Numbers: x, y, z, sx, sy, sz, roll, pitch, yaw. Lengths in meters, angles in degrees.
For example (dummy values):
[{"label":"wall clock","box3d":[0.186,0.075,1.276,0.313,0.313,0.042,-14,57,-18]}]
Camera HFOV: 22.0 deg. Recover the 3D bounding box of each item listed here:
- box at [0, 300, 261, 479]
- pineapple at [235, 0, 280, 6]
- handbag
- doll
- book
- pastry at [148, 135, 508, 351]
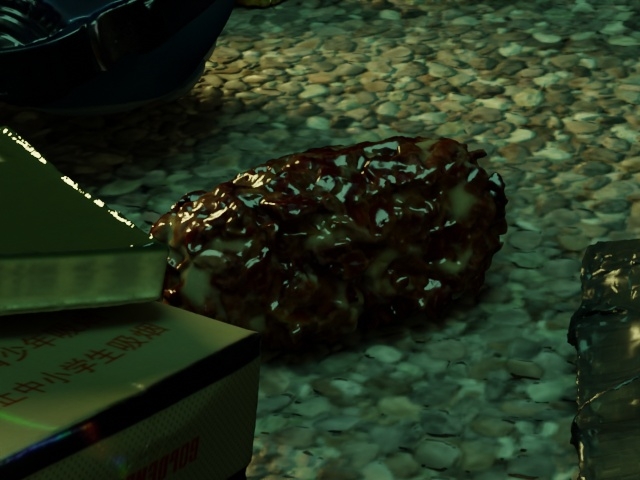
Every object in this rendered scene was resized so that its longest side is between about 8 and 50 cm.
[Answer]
[{"label":"box","box3d":[-0.208,0.065,0.773,0.310,0.084,0.198,16,20,27]},{"label":"pineapple","box3d":[-0.149,-0.260,1.353,0.250,0.139,0.164,20,39,30]},{"label":"handbag","box3d":[0.208,0.067,0.816,0.175,0.088,0.270,-5,29,14]},{"label":"doll","box3d":[-0.197,-0.196,1.156,0.310,0.240,0.284,4,43,23]},{"label":"book","box3d":[-0.290,-0.014,0.787,0.371,0.043,0.260,-2,18,-29]},{"label":"pastry","box3d":[-0.001,0.000,0.932,0.209,0.097,0.115,-14,22,-14]}]
